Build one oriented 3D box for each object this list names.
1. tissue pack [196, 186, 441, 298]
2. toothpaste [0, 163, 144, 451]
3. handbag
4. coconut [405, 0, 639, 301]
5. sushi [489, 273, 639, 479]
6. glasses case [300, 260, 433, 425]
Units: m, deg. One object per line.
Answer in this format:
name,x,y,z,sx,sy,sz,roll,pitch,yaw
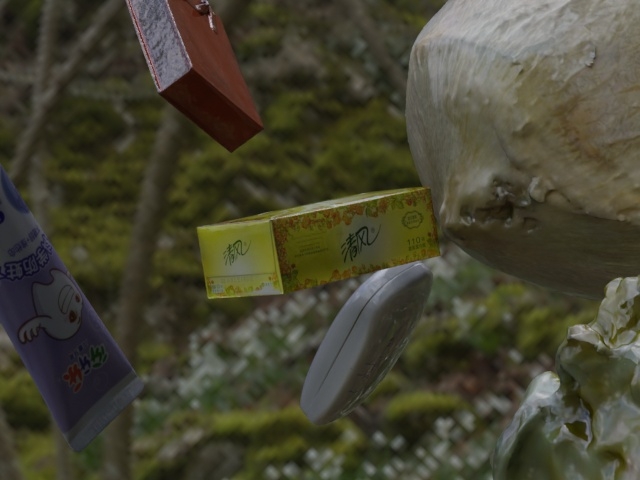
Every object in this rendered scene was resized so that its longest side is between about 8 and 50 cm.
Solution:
tissue pack,0.000,0.000,1.525,0.176,0.062,0.095,-14,5,-41
toothpaste,-0.315,0.043,2.052,0.080,0.371,0.125,-9,25,43
handbag,-0.134,-0.194,1.977,0.063,0.190,0.127,-36,-44,15
coconut,0.246,-0.108,1.727,0.360,0.346,0.346,-48,-14,-17
sushi,0.302,0.166,1.251,0.351,0.240,0.396,-4,-48,-27
glasses case,0.042,0.099,1.852,0.092,0.059,0.233,-31,-21,-39
